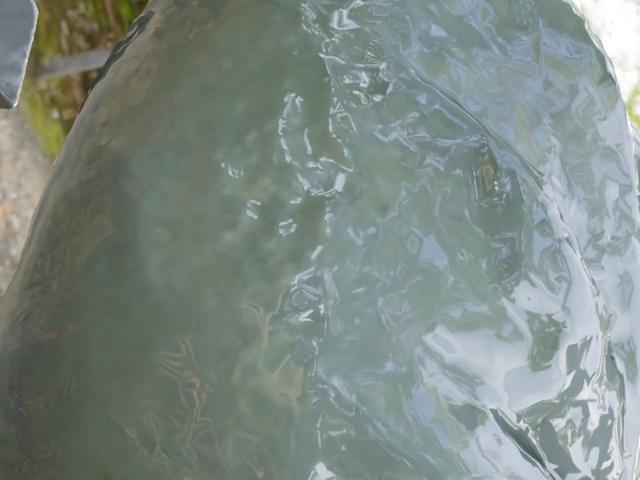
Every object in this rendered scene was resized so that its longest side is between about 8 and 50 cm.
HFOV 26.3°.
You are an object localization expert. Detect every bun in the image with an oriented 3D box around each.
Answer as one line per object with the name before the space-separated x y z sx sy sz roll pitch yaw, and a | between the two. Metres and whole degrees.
bun | 0.029 0.044 0.487 0.354 0.194 0.355 10 90 -77

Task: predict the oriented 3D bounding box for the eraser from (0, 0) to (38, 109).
eraser | -0.336 -0.264 1.070 0.111 0.077 0.352 11 -40 49
